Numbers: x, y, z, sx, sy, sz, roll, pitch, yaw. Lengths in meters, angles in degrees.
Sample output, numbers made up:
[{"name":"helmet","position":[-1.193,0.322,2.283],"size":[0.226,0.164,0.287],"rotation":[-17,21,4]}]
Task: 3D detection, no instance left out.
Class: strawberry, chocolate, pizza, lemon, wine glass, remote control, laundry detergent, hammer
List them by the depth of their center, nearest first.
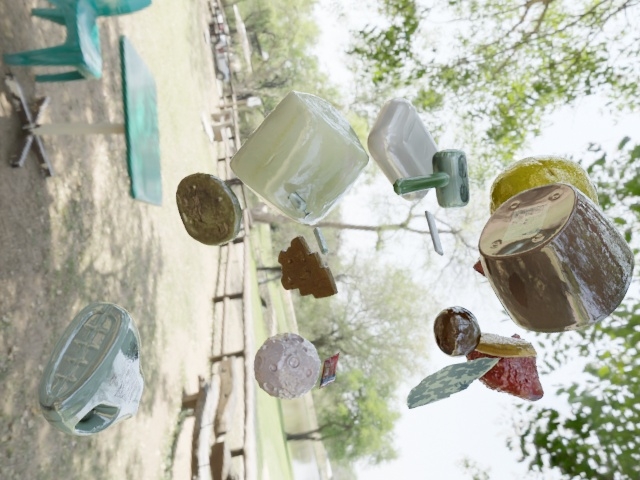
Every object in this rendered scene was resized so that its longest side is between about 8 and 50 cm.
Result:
[{"name":"laundry detergent","position":[-0.497,0.337,1.236],"size":[0.398,0.124,0.264],"rotation":[99,8,-54]},{"name":"wine glass","position":[-0.059,-0.100,1.540],"size":[0.083,0.039,0.042],"rotation":[49,-1,5]},{"name":"chocolate","position":[0.437,0.306,1.751],"size":[0.177,0.176,0.177],"rotation":[168,-90,-87]},{"name":"lemon","position":[0.720,-0.119,1.752],"size":[0.348,0.348,0.348],"rotation":[168,-90,-87]},{"name":"hammer","position":[0.359,-0.191,1.779],"size":[0.119,0.335,0.206],"rotation":[1,-79,55]},{"name":"pizza","position":[0.612,0.359,1.856],"size":[0.134,0.271,0.056],"rotation":[-10,99,-58]},{"name":"strawberry","position":[0.683,0.477,2.001],"size":[0.261,0.261,0.258],"rotation":[84,6,-64]},{"name":"remote control","position":[0.555,-0.036,2.648],"size":[0.067,0.029,0.261],"rotation":[30,41,-39]}]

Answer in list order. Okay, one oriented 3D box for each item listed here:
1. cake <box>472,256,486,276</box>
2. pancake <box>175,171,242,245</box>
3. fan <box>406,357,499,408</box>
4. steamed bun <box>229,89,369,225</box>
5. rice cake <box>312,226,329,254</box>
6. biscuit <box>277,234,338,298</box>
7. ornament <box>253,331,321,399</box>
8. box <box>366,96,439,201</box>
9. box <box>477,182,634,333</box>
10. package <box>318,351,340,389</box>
[{"name":"cake","position":[0.672,0.107,1.929],"size":[0.086,0.220,0.117],"rotation":[-54,176,-42]},{"name":"pancake","position":[-0.335,-0.083,1.566],"size":[0.050,0.242,0.242],"rotation":[-31,114,-54]},{"name":"fan","position":[0.281,0.304,1.166],"size":[0.009,0.240,0.131],"rotation":[70,-16,-10]},{"name":"steamed bun","position":[-0.035,-0.242,1.724],"size":[0.290,0.371,0.456],"rotation":[50,13,20]},{"name":"rice cake","position":[0.001,-0.001,2.434],"size":[0.033,0.033,0.208],"rotation":[-60,-155,23]},{"name":"biscuit","position":[-0.050,0.136,2.188],"size":[0.301,0.043,0.278],"rotation":[36,-53,19]},{"name":"ornament","position":[-0.127,0.470,2.049],"size":[0.259,0.259,0.225],"rotation":[-111,-140,-72]},{"name":"box","position":[0.317,-0.337,2.013],"size":[0.349,0.141,0.289],"rotation":[49,53,-32]},{"name":"box","position":[0.504,0.026,1.187],"size":[0.216,0.301,0.301],"rotation":[51,6,-19]},{"name":"package","position":[0.037,0.562,2.316],"size":[0.022,0.083,0.200],"rotation":[45,-42,39]}]
